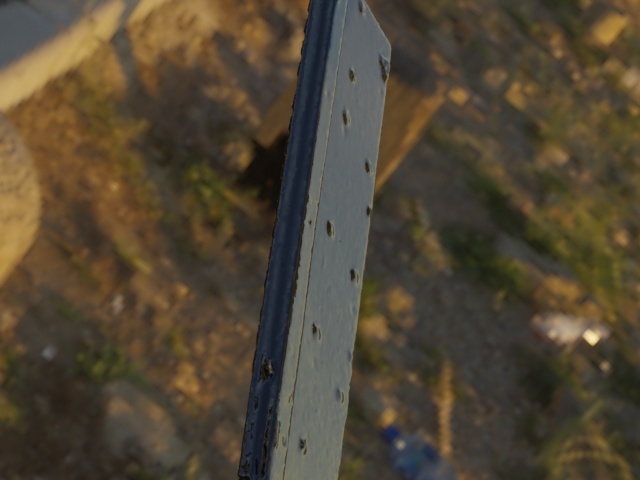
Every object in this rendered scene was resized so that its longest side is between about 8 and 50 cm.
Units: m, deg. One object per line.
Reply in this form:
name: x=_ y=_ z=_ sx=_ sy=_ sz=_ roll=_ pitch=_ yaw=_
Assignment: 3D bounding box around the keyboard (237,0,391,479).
keyboard: x=0.000 y=0.000 z=0.913 sx=0.101 sy=0.018 sz=0.309 roll=57 pitch=34 yaw=-53
